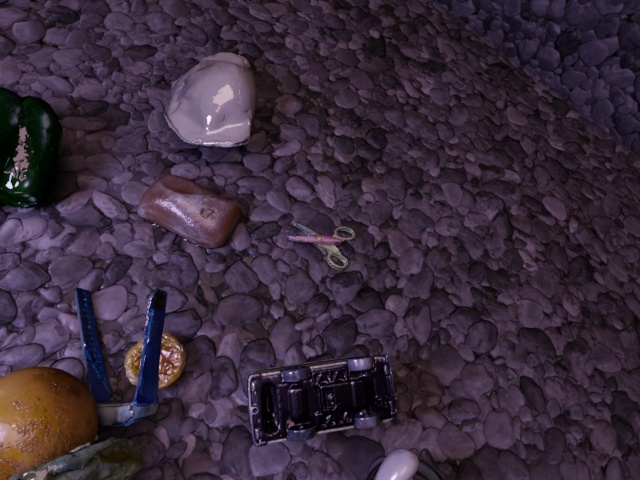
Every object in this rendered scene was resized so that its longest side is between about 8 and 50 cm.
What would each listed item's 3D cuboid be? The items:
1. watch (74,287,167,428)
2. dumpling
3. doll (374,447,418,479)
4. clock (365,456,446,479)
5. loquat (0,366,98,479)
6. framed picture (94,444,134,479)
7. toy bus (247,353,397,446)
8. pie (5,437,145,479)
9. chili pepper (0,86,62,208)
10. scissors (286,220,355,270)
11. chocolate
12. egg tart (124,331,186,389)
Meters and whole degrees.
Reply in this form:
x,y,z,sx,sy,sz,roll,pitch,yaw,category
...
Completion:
x,y,z,sx,sy,sz,roll,pitch,yaw,category
-0.441,0.236,0.905,0.277,0.068,0.274,-3,81,30,watch
-0.315,-0.413,1.254,0.260,0.181,0.340,-1,86,-5,dumpling
0.024,0.598,0.794,0.366,0.187,0.375,-1,64,-4,doll
0.188,0.586,0.943,0.215,0.042,0.214,6,62,-12,clock
-0.522,0.345,0.768,0.235,0.235,0.234,6,62,-11,loquat
-0.441,0.543,0.819,0.289,0.016,0.213,39,61,7,framed picture
-0.010,0.333,0.942,0.306,0.179,0.143,-4,80,-16,toy bus
-0.433,0.457,0.709,0.303,0.302,0.067,-33,47,-26,pie
-0.738,-0.205,1.007,0.233,0.248,0.256,1,73,-27,chili pepper
0.000,0.000,1.205,0.187,0.020,0.133,20,65,-5,scissors
-0.340,-0.089,1.129,0.262,0.083,0.161,23,59,-1,chocolate
-0.364,0.267,0.959,0.131,0.052,0.130,5,64,-11,egg tart
